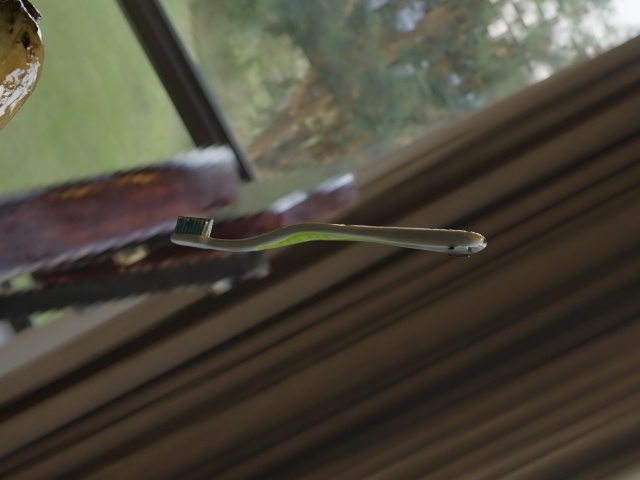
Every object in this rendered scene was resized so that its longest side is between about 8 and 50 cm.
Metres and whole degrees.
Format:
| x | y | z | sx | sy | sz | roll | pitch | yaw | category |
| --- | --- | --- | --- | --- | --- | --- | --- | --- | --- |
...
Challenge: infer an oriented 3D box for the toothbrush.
| x | y | z | sx | sy | sz | roll | pitch | yaw | category |
| --- | --- | --- | --- | --- | --- | --- | --- | --- | --- |
| 0.000 | 0.000 | 1.197 | 0.022 | 0.263 | 0.026 | 35 | 63 | -57 | toothbrush |

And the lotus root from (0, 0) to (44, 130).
| x | y | z | sx | sy | sz | roll | pitch | yaw | category |
| --- | --- | --- | --- | --- | --- | --- | --- | --- | --- |
| -0.383 | -0.133 | 1.512 | 0.160 | 0.284 | 0.146 | 41 | -13 | 17 | lotus root |
